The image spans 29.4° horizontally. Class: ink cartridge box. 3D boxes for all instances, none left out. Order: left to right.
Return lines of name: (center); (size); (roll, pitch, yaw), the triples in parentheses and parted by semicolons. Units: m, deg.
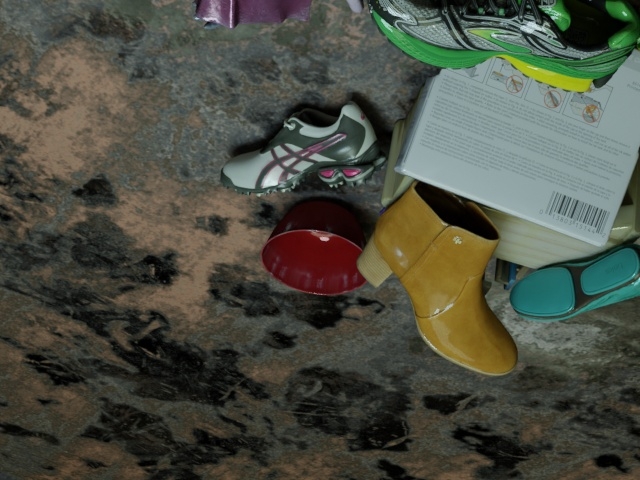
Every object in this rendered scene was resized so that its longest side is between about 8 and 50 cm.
ink cartridge box: (0.281, -0.162, 1.615); (0.296, 0.261, 0.066); (20, -177, -8)

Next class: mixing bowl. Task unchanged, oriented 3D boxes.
mixing bowl: (0.000, 0.000, 1.984); (0.182, 0.098, 0.181); (7, 144, 5)

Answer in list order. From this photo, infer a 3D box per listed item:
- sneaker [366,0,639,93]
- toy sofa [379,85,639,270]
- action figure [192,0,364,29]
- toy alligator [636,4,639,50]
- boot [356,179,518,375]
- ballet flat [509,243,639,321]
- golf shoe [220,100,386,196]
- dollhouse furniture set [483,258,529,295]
sneaker: (0.223, -0.285, 1.477); (0.344, 0.134, 0.146); (9, 161, -9)
toy sofa: (0.274, -0.075, 1.767); (0.363, 0.150, 0.177); (15, 149, -7)
action figure: (-0.026, -0.386, 1.326); (0.276, 0.248, 0.370); (8, 142, -14)
toy alligator: (0.439, -0.251, 1.561); (0.190, 0.051, 0.056); (27, 142, -22)
boot: (0.200, 0.056, 1.702); (0.295, 0.104, 0.211); (38, 140, -2)
ballet flat: (0.387, 0.070, 1.751); (0.087, 0.083, 0.247); (16, 154, -37)
golf shoe: (-0.036, -0.139, 1.824); (0.273, 0.105, 0.120); (-7, 115, 27)
dollhouse furniture set: (0.274, 0.035, 1.890); (0.129, 0.183, 0.129); (15, 145, -7)
